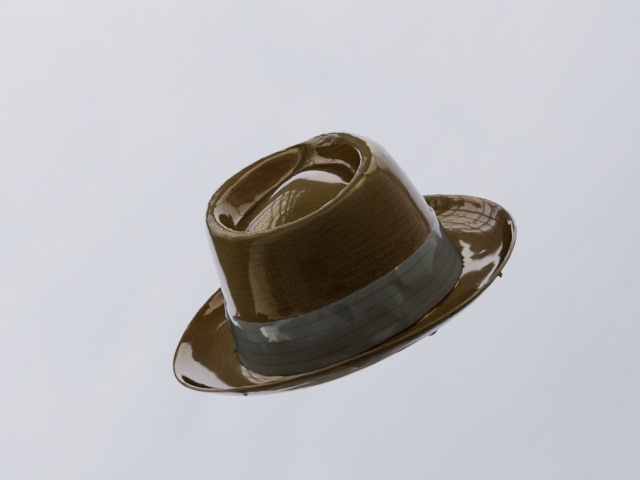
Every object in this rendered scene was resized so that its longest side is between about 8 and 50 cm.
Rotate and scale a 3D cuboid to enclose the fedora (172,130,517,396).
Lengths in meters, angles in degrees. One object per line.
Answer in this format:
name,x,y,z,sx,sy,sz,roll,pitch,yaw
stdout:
fedora,0.000,0.000,0.875,0.194,0.194,0.079,-35,-68,-32
